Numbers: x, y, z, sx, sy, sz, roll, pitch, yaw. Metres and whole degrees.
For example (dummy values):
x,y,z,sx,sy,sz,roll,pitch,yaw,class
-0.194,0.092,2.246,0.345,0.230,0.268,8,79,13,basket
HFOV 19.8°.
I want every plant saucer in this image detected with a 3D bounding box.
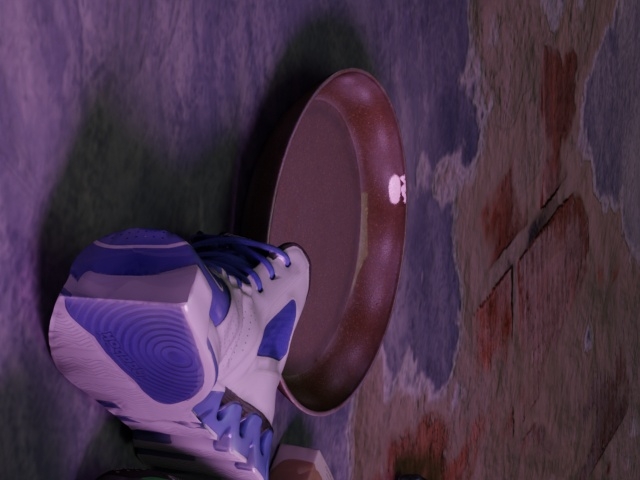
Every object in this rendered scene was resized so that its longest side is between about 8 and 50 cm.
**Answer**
x,y,z,sx,sy,sz,roll,pitch,yaw,class
0.000,0.000,1.629,0.310,0.050,0.310,6,90,-67,plant saucer

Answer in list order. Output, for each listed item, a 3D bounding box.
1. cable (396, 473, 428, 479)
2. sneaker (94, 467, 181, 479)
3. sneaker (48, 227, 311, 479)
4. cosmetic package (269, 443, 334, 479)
x,y,z,sx,sy,sz,roll,pitch,yaw,class
0.124,0.330,1.949,0.184,0.047,0.150,46,32,-63,cable
-0.086,0.270,1.437,0.134,0.146,0.343,-42,135,-1,sneaker
-0.094,0.051,1.356,0.315,0.127,0.182,70,30,-58,sneaker
-0.029,0.246,1.633,0.060,0.041,0.115,66,37,-50,cosmetic package
